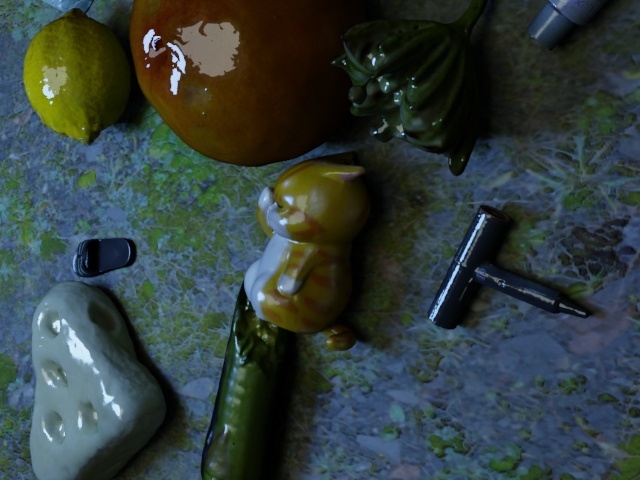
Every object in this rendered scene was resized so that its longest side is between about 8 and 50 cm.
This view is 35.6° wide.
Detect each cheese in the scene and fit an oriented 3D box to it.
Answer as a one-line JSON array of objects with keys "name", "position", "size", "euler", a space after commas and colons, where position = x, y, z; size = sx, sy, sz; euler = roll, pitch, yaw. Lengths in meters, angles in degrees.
[{"name": "cheese", "position": [-0.453, 0.286, 1.830], "size": [0.351, 0.129, 0.328], "euler": [52, 121, 27]}]

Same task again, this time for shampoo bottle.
[{"name": "shampoo bottle", "position": [0.330, -0.322, 1.188], "size": [0.214, 0.072, 0.072], "euler": [-50, 60, 29]}]

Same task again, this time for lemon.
[{"name": "lemon", "position": [-0.431, -0.290, 1.772], "size": [0.188, 0.188, 0.257], "euler": [-16, 74, 40]}]

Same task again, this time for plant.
[{"name": "plant", "position": [0.184, -0.250, 1.272], "size": [0.333, 0.251, 0.180], "euler": [-42, 44, 1]}]

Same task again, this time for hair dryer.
[{"name": "hair dryer", "position": [0.245, 0.076, 1.283], "size": [0.195, 0.050, 0.173], "euler": [38, 117, 31]}]

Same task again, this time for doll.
[{"name": "doll", "position": [-0.018, 0.008, 1.435], "size": [0.166, 0.162, 0.270], "euler": [-134, 50, -66]}]

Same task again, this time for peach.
[{"name": "peach", "position": [-0.106, -0.273, 1.408], "size": [0.342, 0.301, 0.343], "euler": [0, 90, 44]}]

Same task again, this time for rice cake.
[{"name": "rice cake", "position": [-0.524, -0.494, 1.928], "size": [0.206, 0.069, 0.063], "euler": [33, 111, 35]}]

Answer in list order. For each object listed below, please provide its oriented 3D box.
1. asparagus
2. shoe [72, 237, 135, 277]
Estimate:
[{"name": "asparagus", "position": [-0.109, 0.226, 1.543], "size": [0.108, 0.128, 0.382], "euler": [12, 99, 5]}, {"name": "shoe", "position": [-0.419, 0.029, 1.852], "size": [0.179, 0.049, 0.071], "euler": [-10, 83, 41]}]
